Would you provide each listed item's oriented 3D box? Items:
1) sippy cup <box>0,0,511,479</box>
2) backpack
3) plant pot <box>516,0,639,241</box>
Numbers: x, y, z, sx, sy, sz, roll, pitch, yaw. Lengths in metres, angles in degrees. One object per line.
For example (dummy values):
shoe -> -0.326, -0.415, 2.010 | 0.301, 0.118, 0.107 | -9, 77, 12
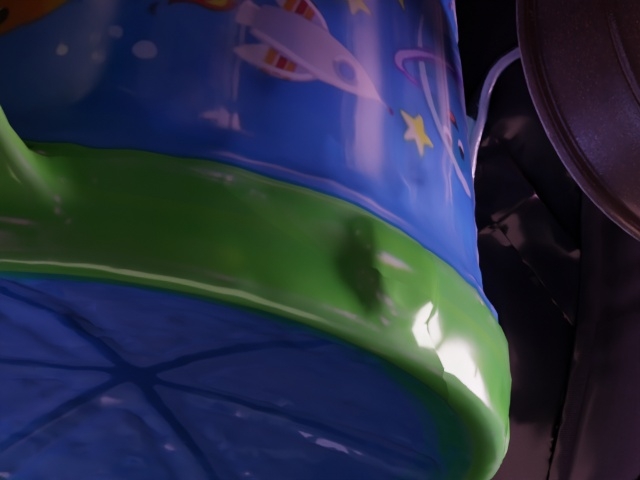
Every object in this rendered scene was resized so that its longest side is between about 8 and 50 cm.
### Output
sippy cup -> -0.048, -0.039, 0.490 | 0.240, 0.224, 0.305 | 14, 151, -12
backpack -> 0.139, 0.001, 0.657 | 0.225, 0.253, 0.191 | -9, -158, -14
plant pot -> 0.172, -0.084, 0.437 | 0.167, 0.167, 0.165 | 7, 166, -21
